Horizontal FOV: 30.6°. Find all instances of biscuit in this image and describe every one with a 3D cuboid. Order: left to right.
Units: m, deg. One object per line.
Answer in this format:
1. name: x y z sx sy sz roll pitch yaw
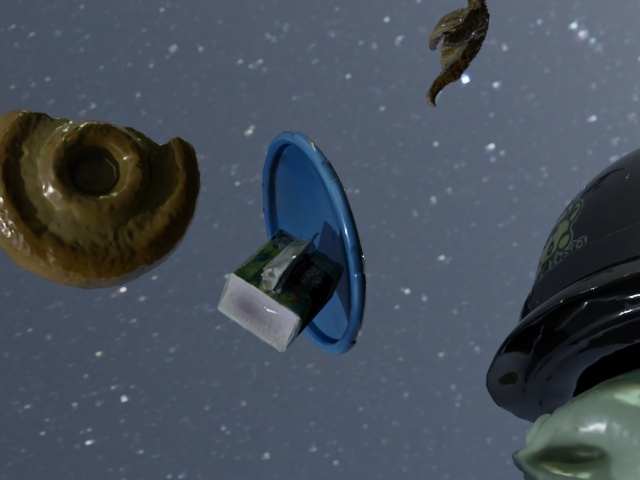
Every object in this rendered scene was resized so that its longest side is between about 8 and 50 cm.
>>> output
1. biscuit: -0.284 -0.047 1.449 0.274 0.091 0.213 5 -104 -19

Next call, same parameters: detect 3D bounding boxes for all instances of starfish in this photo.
1. starfish: 0.111 -0.172 0.899 0.133 0.041 0.130 -81 2 -65

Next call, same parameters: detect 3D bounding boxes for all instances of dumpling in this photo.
1. dumpling: 0.204 0.103 0.561 0.149 0.216 0.105 -24 -75 -64

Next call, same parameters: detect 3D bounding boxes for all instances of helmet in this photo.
1. helmet: 0.228 0.019 0.673 0.279 0.230 0.160 10 -122 -14

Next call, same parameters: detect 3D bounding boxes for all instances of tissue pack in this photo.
1. tissue pack: -0.035 0.040 1.173 0.085 0.079 0.111 32 -145 10

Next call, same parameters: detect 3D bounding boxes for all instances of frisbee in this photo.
1. frisbee: 0.000 0.000 1.232 0.045 0.242 0.242 -15 -95 -20
